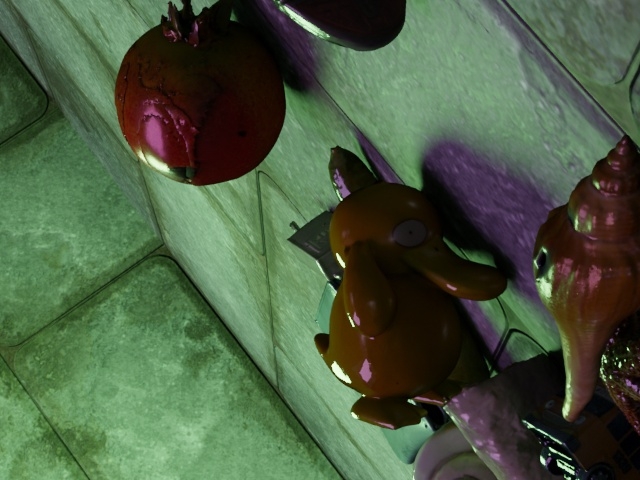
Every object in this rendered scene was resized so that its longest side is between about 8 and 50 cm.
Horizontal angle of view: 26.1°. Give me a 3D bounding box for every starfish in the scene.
[{"bbox_3d":[0.263,0.099,1.201,0.238,0.057,0.213,40,154,46],"label":"starfish"}]

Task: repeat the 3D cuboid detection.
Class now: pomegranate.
[{"bbox_3d":[-0.143,-0.180,1.656,0.210,0.210,0.235,42,137,44],"label":"pomegranate"}]

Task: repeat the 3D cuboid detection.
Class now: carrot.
[{"bbox_3d":[0.103,0.042,1.627,0.359,0.074,0.074,61,166,-16],"label":"carrot"}]

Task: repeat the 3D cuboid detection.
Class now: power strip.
[{"bbox_3d":[0.000,0.000,1.869,0.042,0.075,0.175,58,167,-27],"label":"power strip"}]

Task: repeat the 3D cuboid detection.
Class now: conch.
[{"bbox_3d":[0.199,0.244,1.586,0.158,0.255,0.127,28,125,4],"label":"conch"},{"bbox_3d":[0.203,0.038,1.070,0.330,0.093,0.109,99,154,-48],"label":"conch"}]

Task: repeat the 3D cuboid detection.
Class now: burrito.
[{"bbox_3d":[0.249,0.237,1.456,0.105,0.143,0.299,-30,102,34],"label":"burrito"}]

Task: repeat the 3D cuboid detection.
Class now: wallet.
[{"bbox_3d":[0.090,0.200,2.131,0.290,0.054,0.251,57,165,11],"label":"wallet"}]

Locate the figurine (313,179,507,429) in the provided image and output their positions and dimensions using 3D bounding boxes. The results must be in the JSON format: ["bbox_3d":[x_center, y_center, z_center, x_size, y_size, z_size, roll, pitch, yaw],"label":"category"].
[{"bbox_3d":[0.080,0.065,1.455,0.215,0.215,0.228,42,119,43],"label":"figurine"}]

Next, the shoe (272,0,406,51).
[{"bbox_3d":[-0.040,-0.258,1.224,0.291,0.114,0.137,52,163,22],"label":"shoe"}]

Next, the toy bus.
[{"bbox_3d":[0.285,0.217,1.318,0.182,0.103,0.091,53,169,-20],"label":"toy bus"}]
